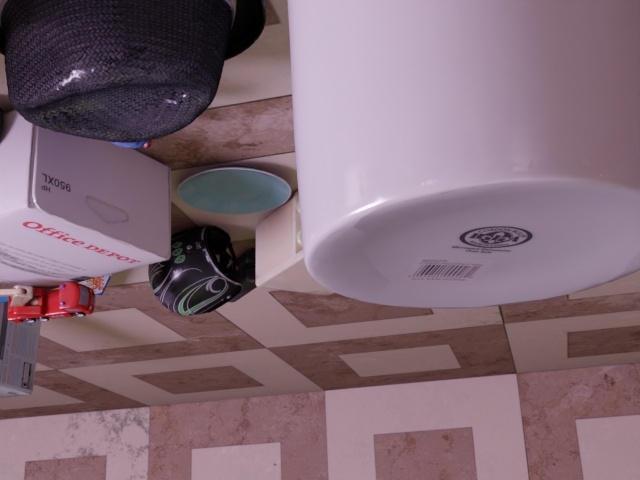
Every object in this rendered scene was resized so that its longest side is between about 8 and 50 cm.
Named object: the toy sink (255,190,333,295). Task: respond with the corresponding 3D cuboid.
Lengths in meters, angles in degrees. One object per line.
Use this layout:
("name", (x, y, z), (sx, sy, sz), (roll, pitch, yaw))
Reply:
("toy sink", (0.000, 0.000, 1.556), (0.153, 0.131, 0.234), (8, 160, -25))

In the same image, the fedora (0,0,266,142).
("fedora", (-0.225, -0.203, 0.965), (0.334, 0.152, 0.334), (-2, 159, -1))

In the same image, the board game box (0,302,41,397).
("board game box", (-0.726, 0.193, 1.856), (0.097, 0.224, 0.303), (-8, 158, 22))

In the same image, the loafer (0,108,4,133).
("loafer", (-0.527, -0.144, 1.187), (0.220, 0.080, 0.078), (-9, 159, 17))

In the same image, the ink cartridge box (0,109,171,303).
("ink cartridge box", (-0.463, -0.038, 1.348), (0.395, 0.166, 0.285), (-13, 159, 28))

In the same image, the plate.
("plate", (-0.141, -0.087, 1.460), (0.188, 0.024, 0.188), (-1, 160, 0))

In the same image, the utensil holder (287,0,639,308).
("utensil holder", (0.130, -0.166, 0.777), (0.327, 0.385, 0.327), (-2, 158, -1))

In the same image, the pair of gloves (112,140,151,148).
("pair of gloves", (-0.291, -0.154, 1.129), (0.159, 0.023, 0.198), (24, -173, -6))

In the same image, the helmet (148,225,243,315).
("helmet", (-0.239, 0.061, 1.648), (0.161, 0.169, 0.169), (-29, 150, 20))

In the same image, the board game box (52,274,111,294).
("board game box", (-0.494, 0.061, 1.794), (0.136, 0.035, 0.201), (5, 158, -19))

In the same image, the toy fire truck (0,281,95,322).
("toy fire truck", (-0.468, 0.092, 1.398), (0.192, 0.047, 0.135), (-7, 162, 9))

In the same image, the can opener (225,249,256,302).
("can opener", (-0.115, 0.061, 1.780), (0.095, 0.076, 0.283), (9, 158, -25))
